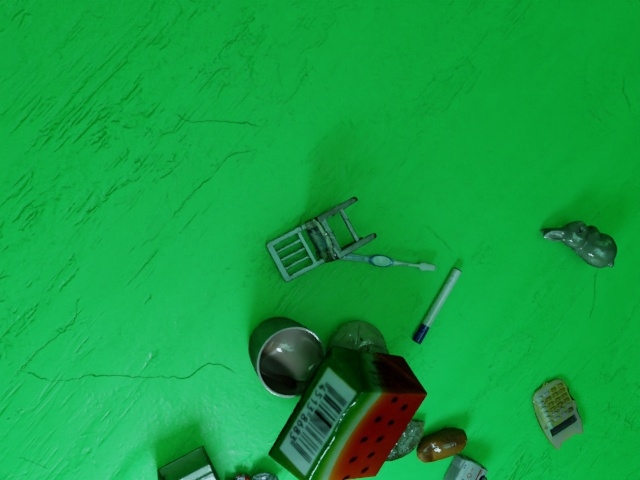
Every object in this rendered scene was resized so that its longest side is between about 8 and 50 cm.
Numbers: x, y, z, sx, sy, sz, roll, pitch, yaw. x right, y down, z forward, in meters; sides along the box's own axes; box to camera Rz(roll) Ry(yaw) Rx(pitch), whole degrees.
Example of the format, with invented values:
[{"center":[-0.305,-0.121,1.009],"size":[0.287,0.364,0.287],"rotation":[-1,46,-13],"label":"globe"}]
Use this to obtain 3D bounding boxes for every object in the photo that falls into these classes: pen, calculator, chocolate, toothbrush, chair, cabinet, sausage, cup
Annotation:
[{"center":[0.366,0.204,1.928],"size":[0.033,0.033,0.269],"rotation":[32,85,-17],"label":"pen"},{"center":[0.807,0.585,2.101],"size":[0.157,0.033,0.236],"rotation":[-26,100,-13],"label":"calculator"},{"center":[0.089,0.483,1.672],"size":[0.341,0.161,0.360],"rotation":[16,108,-45],"label":"chocolate"},{"center":[0.172,0.061,1.851],"size":[0.386,0.040,0.040],"rotation":[7,93,-17],"label":"toothbrush"},{"center":[0.000,0.000,1.728],"size":[0.270,0.147,0.136],"rotation":[-27,92,-14],"label":"chair"},{"center":[-0.339,0.713,1.694],"size":[0.145,0.150,0.206],"rotation":[-25,101,-13],"label":"cabinet"},{"center":[0.382,0.650,1.952],"size":[0.179,0.089,0.089],"rotation":[-14,99,-12],"label":"sausage"},{"center":[-0.072,0.319,1.713],"size":[0.253,0.200,0.191],"rotation":[13,91,-17],"label":"cup"}]

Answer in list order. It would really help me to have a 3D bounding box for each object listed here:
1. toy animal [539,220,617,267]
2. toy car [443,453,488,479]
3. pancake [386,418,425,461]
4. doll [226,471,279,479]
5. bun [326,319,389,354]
[{"center":[0.850,-0.002,2.014],"size":[0.251,0.127,0.125],"rotation":[22,91,-14],"label":"toy animal"},{"center":[0.446,0.799,1.977],"size":[0.108,0.089,0.209],"rotation":[31,84,-17],"label":"toy car"},{"center":[0.205,0.568,1.909],"size":[0.254,0.037,0.253],"rotation":[-1,94,-17],"label":"pancake"},{"center":[-0.186,0.712,1.784],"size":[0.180,0.079,0.094],"rotation":[4,109,-5],"label":"doll"},{"center":[0.117,0.360,1.821],"size":[0.210,0.116,0.237],"rotation":[-33,103,-11],"label":"bun"}]
